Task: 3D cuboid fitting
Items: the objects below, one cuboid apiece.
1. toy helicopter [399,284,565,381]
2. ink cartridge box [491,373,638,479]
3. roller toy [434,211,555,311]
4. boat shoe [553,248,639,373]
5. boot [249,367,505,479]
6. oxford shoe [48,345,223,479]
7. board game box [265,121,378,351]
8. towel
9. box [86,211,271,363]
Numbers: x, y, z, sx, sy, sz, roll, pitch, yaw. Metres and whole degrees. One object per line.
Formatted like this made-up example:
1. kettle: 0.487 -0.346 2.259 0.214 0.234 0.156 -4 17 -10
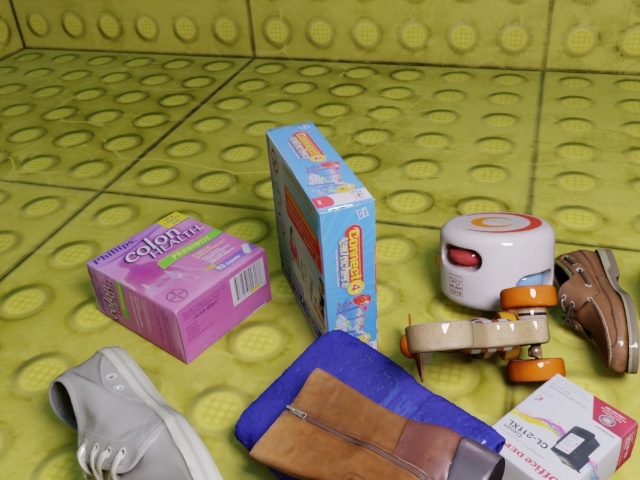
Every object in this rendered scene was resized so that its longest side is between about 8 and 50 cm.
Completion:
1. toy helicopter: 0.196 0.135 0.945 0.235 0.140 0.355 -9 -12 28
2. ink cartridge box: 0.309 0.274 0.883 0.175 0.072 0.127 -26 40 -30
3. roller toy: 0.301 0.039 1.160 0.209 0.146 0.191 1 15 13
4. boat shoe: 0.441 0.114 1.094 0.105 0.110 0.307 -1 24 12
5. boot: 0.026 0.287 0.758 0.281 0.096 0.264 17 57 33
6. oxford shoe: -0.233 0.278 0.856 0.130 0.169 0.449 -23 31 -31
7. board game box: 0.000 0.000 1.124 0.086 0.301 0.308 -13 35 -13
8. towel: 0.057 0.268 0.885 0.228 0.076 0.308 -42 49 -21
9. box: -0.251 0.074 1.207 0.243 0.117 0.213 21 41 34
